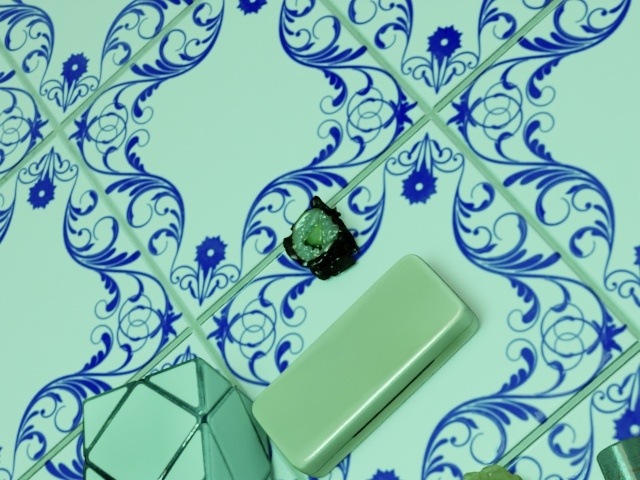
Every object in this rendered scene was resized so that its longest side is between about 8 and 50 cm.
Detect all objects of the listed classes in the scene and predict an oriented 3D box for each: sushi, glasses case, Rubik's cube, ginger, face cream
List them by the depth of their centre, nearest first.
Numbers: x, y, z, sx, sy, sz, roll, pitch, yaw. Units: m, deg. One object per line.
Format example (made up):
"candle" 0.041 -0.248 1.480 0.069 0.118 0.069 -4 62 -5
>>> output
"face cream" 0.430 0.384 1.672 0.073 0.073 0.283 -27 60 14
"ginger" 0.264 0.352 1.779 0.173 0.051 0.069 26 86 33
"Rubik's cube" -0.200 0.319 1.909 0.205 0.205 0.207 -22 51 17
"glasses case" 0.063 0.181 1.929 0.336 0.076 0.144 -43 57 4
"sushi" 0.000 0.001 2.028 0.094 0.084 0.098 -40 54 10
